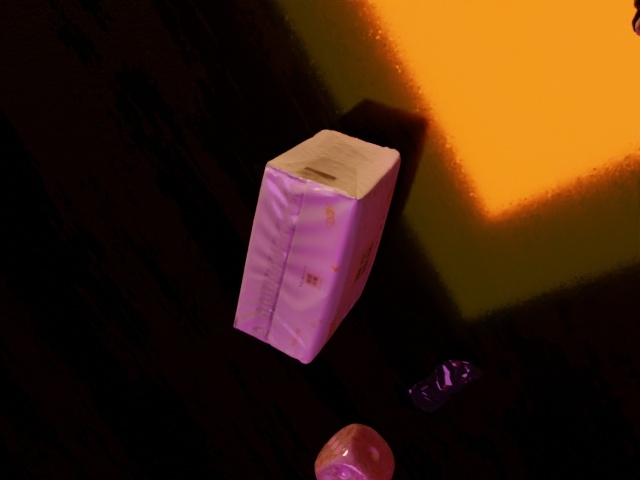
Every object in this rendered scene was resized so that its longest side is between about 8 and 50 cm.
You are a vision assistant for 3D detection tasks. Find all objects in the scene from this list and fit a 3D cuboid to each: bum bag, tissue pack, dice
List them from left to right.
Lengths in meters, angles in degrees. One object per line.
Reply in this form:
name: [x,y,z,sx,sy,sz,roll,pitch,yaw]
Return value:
tissue pack: [0.000,0.000,0.726,0.124,0.185,0.225,23,120,15]
dice: [0.053,0.352,0.923,0.094,0.093,0.091,45,122,0]
bum bag: [0.173,0.204,0.837,0.058,0.034,0.124,31,123,-9]

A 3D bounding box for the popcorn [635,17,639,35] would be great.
popcorn: [0.338,-0.215,0.546,0.084,0.084,0.084,9,117,19]
